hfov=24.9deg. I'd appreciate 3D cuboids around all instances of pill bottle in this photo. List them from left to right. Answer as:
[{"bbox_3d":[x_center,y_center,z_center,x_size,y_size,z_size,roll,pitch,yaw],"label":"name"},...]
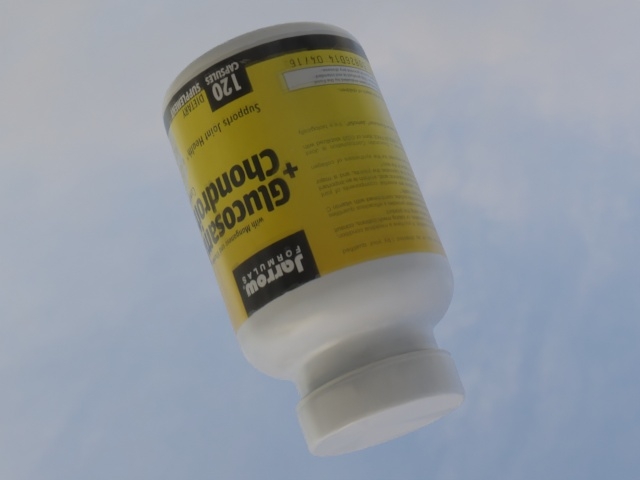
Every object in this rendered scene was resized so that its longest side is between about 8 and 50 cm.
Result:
[{"bbox_3d":[0.000,0.000,0.669,0.103,0.103,0.184,-22,-108,6],"label":"pill bottle"}]
